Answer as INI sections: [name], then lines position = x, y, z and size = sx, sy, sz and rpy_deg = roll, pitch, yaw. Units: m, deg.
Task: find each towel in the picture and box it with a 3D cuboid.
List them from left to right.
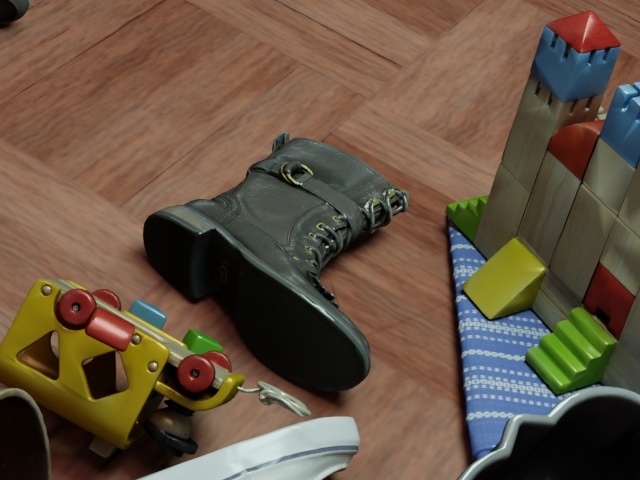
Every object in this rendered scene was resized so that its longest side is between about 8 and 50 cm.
[towel]
position = 0.237, 0.097, 1.339
size = 0.243, 0.040, 0.336
rpy_deg = 10, 38, -7

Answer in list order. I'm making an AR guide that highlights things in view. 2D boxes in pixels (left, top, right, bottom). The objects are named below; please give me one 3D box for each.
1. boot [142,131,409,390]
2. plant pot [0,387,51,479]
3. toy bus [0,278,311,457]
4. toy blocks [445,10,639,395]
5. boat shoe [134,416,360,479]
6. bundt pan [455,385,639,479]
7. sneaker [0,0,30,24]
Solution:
[boot]
position = 0.000, 0.000, 1.313
size = 0.263, 0.091, 0.229
rpy_deg = 37, 44, 25
[plant pot]
position = -0.310, 0.183, 0.921
size = 0.230, 0.215, 0.215
rpy_deg = 6, 38, 9
[toy bus]
position = -0.143, 0.108, 1.121
size = 0.191, 0.104, 0.202
rpy_deg = 28, 1, -39
[toy blocks]
position = 0.277, -0.018, 1.251
size = 0.190, 0.261, 0.381
rpy_deg = -13, 45, -31
[boat shoe]
position = -0.064, 0.193, 1.069
size = 0.267, 0.096, 0.088
rpy_deg = -12, 78, -50
[bundt pan]
position = 0.192, 0.268, 0.982
size = 0.330, 0.124, 0.331
rpy_deg = 8, 67, -19
[sneaker]
position = -0.392, -0.217, 1.449
size = 0.222, 0.083, 0.118
rpy_deg = 9, 58, -21
